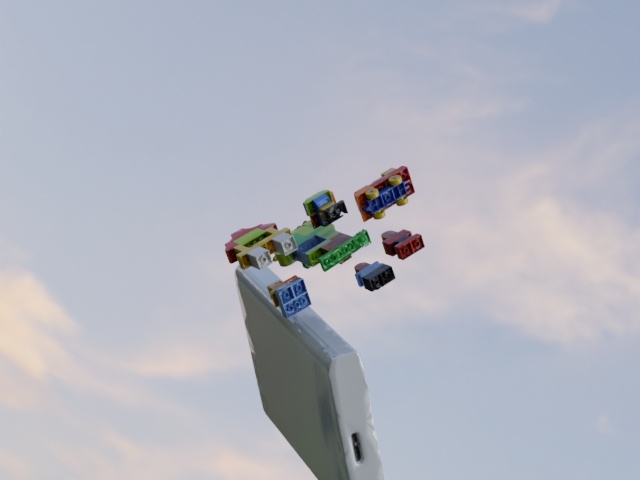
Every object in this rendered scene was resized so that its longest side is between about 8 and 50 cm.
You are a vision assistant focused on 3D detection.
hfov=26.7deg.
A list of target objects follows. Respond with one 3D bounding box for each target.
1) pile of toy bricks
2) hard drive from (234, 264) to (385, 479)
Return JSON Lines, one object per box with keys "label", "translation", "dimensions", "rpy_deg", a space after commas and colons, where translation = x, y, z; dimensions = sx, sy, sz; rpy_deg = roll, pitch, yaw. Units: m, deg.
{"label": "pile of toy bricks", "translation": [0.000, 0.000, 1.420], "dimensions": [0.105, 0.212, 0.118], "rpy_deg": [21, -45, 56]}
{"label": "hard drive", "translation": [-0.013, 0.159, 1.448], "dimensions": [0.307, 0.040, 0.203], "rpy_deg": [-142, -141, -64]}
